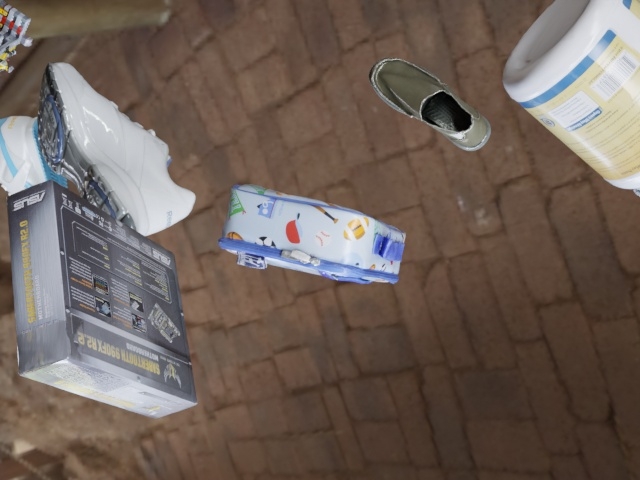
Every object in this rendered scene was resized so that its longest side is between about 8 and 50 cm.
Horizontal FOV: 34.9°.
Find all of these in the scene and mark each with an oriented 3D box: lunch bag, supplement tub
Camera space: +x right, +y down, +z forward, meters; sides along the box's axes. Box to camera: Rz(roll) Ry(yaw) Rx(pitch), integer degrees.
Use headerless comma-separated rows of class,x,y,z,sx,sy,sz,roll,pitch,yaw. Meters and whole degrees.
lunch bag,0.000,0.000,1.499,0.243,0.303,0.114,14,91,18
supplement tub,0.292,-0.141,0.981,0.200,0.144,0.144,39,153,-13

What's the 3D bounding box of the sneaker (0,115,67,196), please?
sneaker,-0.474,-0.098,1.657,0.087,0.092,0.228,-70,-20,-59

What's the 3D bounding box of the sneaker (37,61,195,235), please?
sneaker,-0.271,-0.114,1.307,0.297,0.129,0.111,56,140,22

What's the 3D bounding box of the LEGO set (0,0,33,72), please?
LEGO set,-0.583,-0.257,1.538,0.192,0.331,0.255,33,115,-4

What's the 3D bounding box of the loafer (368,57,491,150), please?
loafer,0.192,-0.254,1.806,0.251,0.087,0.094,34,92,18

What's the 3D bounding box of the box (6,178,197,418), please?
box,-0.213,0.066,1.014,0.231,0.056,0.183,38,-144,-60
